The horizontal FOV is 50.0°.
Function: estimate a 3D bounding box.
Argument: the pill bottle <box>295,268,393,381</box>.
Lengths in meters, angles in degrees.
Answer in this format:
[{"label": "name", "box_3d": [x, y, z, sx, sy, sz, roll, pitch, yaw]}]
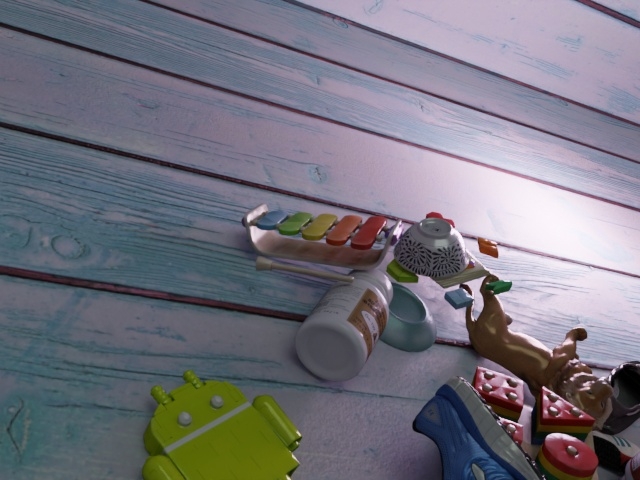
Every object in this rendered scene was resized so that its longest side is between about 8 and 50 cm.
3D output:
[{"label": "pill bottle", "box_3d": [0.055, 0.145, 1.273, 0.131, 0.131, 0.229, 33, 34, 5]}]

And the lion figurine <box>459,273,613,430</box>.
[{"label": "lion figurine", "box_3d": [0.429, 0.237, 1.448, 0.392, 0.142, 0.240, 27, 40, 21]}]

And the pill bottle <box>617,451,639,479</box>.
[{"label": "pill bottle", "box_3d": [0.645, 0.428, 1.261, 0.121, 0.216, 0.121, 18, 36, -14]}]

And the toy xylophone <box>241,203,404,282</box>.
[{"label": "toy xylophone", "box_3d": [0.000, 0.000, 1.352, 0.323, 0.081, 0.236, 5, 18, 6]}]

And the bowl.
[{"label": "bowl", "box_3d": [0.249, 0.001, 1.517, 0.170, 0.080, 0.170, 2, 33, -1]}]

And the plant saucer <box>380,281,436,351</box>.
[{"label": "plant saucer", "box_3d": [0.166, 0.145, 1.434, 0.195, 0.037, 0.195, 18, 36, -14]}]

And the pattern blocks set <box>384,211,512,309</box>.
[{"label": "pattern blocks set", "box_3d": [0.281, 0.037, 1.563, 0.286, 0.026, 0.325, -20, 39, -30]}]

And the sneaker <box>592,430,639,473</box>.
[{"label": "sneaker", "box_3d": [0.589, 0.421, 1.384, 0.161, 0.057, 0.075, 25, 17, -2]}]

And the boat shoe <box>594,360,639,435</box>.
[{"label": "boat shoe", "box_3d": [0.683, 0.331, 1.511, 0.335, 0.095, 0.112, -17, 54, -46]}]

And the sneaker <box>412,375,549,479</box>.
[{"label": "sneaker", "box_3d": [0.261, 0.375, 1.040, 0.330, 0.147, 0.130, 53, 6, 29]}]

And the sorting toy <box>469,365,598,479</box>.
[{"label": "sorting toy", "box_3d": [0.363, 0.337, 1.197, 0.256, 0.089, 0.257, 18, 23, 10]}]

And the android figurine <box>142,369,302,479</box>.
[{"label": "android figurine", "box_3d": [-0.143, 0.306, 1.003, 0.248, 0.056, 0.273, -18, 58, -46]}]
